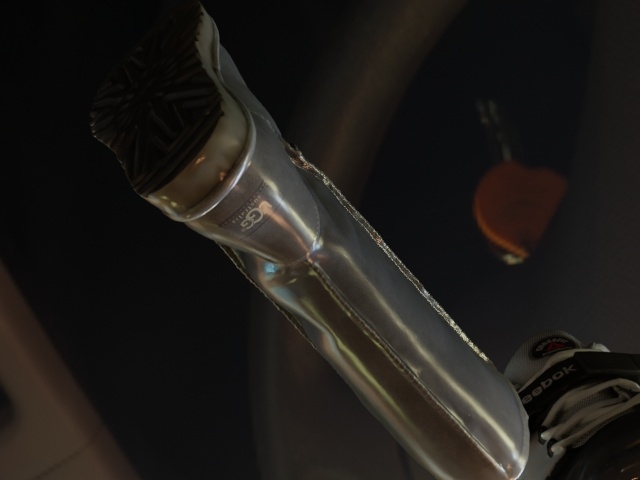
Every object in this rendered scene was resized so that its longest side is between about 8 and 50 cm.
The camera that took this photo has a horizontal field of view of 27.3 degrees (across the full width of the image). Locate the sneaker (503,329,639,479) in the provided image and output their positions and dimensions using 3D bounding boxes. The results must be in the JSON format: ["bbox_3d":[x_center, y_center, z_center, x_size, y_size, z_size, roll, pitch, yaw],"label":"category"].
[{"bbox_3d":[0.151,0.118,0.785,0.123,0.146,0.330,-22,163,-2],"label":"sneaker"}]

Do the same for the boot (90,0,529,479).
[{"bbox_3d":[-0.002,0.001,0.586,0.076,0.189,0.208,-43,120,14],"label":"boot"}]
